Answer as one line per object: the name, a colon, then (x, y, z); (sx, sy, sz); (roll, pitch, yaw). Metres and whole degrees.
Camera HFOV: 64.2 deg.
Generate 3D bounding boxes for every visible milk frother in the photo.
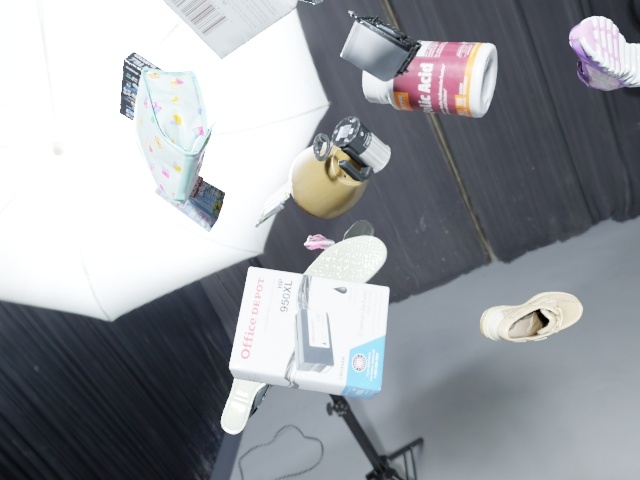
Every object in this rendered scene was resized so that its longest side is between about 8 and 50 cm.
milk frother: (0.073, -0.225, 1.273); (0.143, 0.134, 0.129); (32, 90, 49)

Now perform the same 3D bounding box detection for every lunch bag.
lunch bag: (-0.356, -0.249, 1.252); (0.160, 0.262, 0.223); (-11, -24, -30)

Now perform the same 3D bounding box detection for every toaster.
toaster: (0.152, -0.496, 1.307); (0.110, 0.185, 0.168); (-60, -5, 30)

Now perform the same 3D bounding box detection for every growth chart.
growth chart: (-0.176, -0.159, 2.045); (0.172, 0.021, 0.237); (-31, 25, 27)

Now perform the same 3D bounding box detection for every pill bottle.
pill bottle: (0.352, -0.532, 1.666); (0.392, 0.224, 0.224); (13, 39, 27)

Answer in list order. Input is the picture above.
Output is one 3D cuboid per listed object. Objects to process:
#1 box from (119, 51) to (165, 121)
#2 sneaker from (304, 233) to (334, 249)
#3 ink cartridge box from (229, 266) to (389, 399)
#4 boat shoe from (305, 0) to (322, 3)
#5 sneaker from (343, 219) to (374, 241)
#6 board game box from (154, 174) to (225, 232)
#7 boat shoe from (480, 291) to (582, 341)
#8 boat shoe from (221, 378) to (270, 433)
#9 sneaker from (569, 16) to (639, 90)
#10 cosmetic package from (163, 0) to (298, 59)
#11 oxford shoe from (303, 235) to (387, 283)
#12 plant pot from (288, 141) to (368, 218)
box: (-0.636, -0.536, 1.996); (0.073, 0.295, 0.293); (-62, 5, -35)
sneaker: (0.000, 0.000, 1.812); (0.119, 0.047, 0.057); (0, 54, 31)
ink cartridge box: (-0.028, 0.254, 1.398); (0.394, 0.166, 0.286); (8, 66, 0)
boat shoe: (-0.032, -1.007, 1.768); (0.119, 0.336, 0.121); (-5, 20, -26)
sneaker: (0.176, 0.024, 2.144); (0.169, 0.108, 0.293); (-15, -39, -45)
board game box: (-0.389, -0.143, 1.541); (0.060, 0.194, 0.194); (-49, 22, 31)
boat shoe: (0.609, 0.224, 1.410); (0.340, 0.122, 0.110); (-10, 8, -22)
boat shoe: (-0.244, 0.521, 1.837); (0.113, 0.127, 0.340); (72, -142, -77)
sneaker: (0.535, -0.342, 0.978); (0.236, 0.095, 0.104); (9, -7, -35)
cosmetic package: (-0.260, -0.849, 1.541); (0.327, 0.329, 0.394); (-18, 47, 36)
oxford shoe: (0.037, 0.139, 1.704); (0.449, 0.169, 0.130); (-39, -27, 18)
plant pot: (0.048, -0.196, 1.501); (0.237, 0.237, 0.254); (-34, 5, -16)
